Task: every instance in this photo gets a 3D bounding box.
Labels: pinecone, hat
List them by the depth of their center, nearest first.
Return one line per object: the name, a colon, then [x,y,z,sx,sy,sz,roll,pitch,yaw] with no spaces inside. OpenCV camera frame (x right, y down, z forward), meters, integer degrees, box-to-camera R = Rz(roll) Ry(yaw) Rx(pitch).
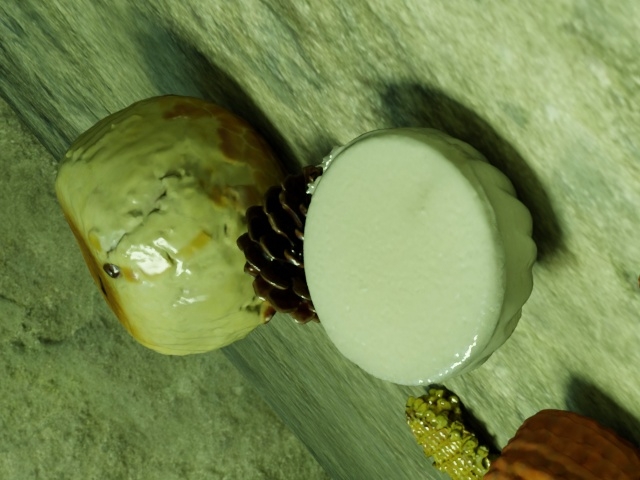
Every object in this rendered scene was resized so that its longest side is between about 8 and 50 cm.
hat: [0.342,0.383,1.359,0.400,0.285,0.285,28,156,32]
pinecone: [0.000,0.000,1.583,0.208,0.207,0.208,46,165,16]

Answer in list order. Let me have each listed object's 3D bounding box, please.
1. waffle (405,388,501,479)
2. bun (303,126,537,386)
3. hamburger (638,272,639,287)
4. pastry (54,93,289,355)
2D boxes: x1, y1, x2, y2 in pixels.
waffle: [0.214,0.313,1.928,0.193,0.070,0.197,58,161,-24]
bun: [0.125,0.009,1.278,0.263,0.175,0.263,8,101,44]
hamburger: [0.337,0.089,0.776,0.276,0.179,0.294,55,165,-14]
pastry: [-0.187,-0.031,1.793,0.388,0.312,0.389,51,159,28]
